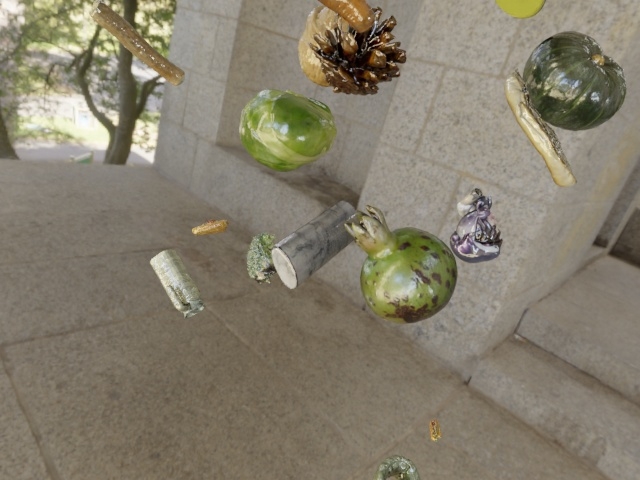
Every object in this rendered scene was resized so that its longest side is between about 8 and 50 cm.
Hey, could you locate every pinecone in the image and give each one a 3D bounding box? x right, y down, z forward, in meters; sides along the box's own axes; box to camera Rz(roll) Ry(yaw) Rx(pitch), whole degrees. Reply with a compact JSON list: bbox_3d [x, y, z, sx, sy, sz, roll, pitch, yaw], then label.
[{"bbox_3d":[0.095,-0.446,1.002,0.201,0.202,0.229,-24,11,17],"label":"pinecone"}]

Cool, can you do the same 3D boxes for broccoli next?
[{"bbox_3d":[-0.213,0.099,1.925,0.243,0.263,0.247,-4,32,-21],"label":"broccoli"}]

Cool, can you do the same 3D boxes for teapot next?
[{"bbox_3d":[-0.415,0.125,1.218,0.200,0.077,0.107,55,5,13],"label":"teapot"}]

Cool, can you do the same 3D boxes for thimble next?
[{"bbox_3d":[0.138,0.461,0.782,0.084,0.062,0.110,20,36,7],"label":"thimble"}]

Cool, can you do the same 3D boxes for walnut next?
[{"bbox_3d":[0.066,-0.656,1.413,0.277,0.252,0.313,-4,32,23],"label":"walnut"}]

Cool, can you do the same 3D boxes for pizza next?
[{"bbox_3d":[-0.524,-0.069,2.101,0.188,0.062,0.199,-12,-5,6],"label":"pizza"}]

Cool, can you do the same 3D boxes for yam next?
[{"bbox_3d":[-0.628,-0.678,1.479,0.356,0.081,0.081,35,4,-40],"label":"yam"}]

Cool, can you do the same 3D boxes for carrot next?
[{"bbox_3d":[0.016,-0.419,0.701,0.186,0.060,0.060,38,17,-11],"label":"carrot"}]

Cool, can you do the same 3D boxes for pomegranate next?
[{"bbox_3d":[0.196,0.043,1.021,0.242,0.306,0.242,-20,6,2],"label":"pomegranate"}]

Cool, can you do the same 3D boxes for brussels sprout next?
[{"bbox_3d":[-0.127,-0.418,1.636,0.371,0.276,0.315,12,39,-16],"label":"brussels sprout"}]

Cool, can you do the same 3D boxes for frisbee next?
[{"bbox_3d":[0.650,-0.848,1.412,0.236,0.017,0.236,48,-3,3],"label":"frisbee"}]

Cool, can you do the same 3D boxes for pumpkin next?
[{"bbox_3d":[0.734,-0.462,1.244,0.300,0.207,0.300,7,65,-15],"label":"pumpkin"}]

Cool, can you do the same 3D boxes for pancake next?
[{"bbox_3d":[0.462,-0.236,0.895,0.282,0.049,0.282,34,40,-34],"label":"pancake"}]

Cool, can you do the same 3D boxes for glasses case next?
[{"bbox_3d":[0.000,0.000,1.058,0.060,0.114,0.299,-9,18,41],"label":"glasses case"}]

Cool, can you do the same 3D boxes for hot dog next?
[{"bbox_3d":[0.361,0.598,1.340,0.021,0.037,0.083,56,14,-10],"label":"hot dog"}]

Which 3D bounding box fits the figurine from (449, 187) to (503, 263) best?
[{"bbox_3d":[0.453,-0.035,1.245,0.145,0.145,0.222,13,54,-9],"label":"figurine"}]
